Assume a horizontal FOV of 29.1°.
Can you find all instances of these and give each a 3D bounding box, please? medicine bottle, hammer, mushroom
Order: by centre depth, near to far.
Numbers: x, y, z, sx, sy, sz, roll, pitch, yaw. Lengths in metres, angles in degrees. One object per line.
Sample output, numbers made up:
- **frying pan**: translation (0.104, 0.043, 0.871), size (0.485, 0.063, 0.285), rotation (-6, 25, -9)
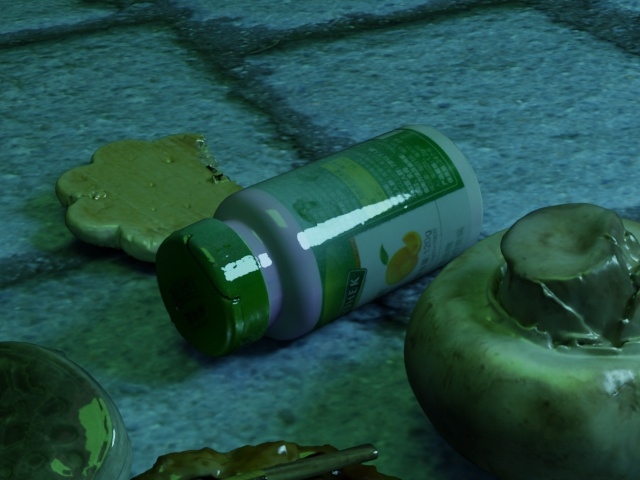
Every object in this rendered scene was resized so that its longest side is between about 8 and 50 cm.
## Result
- **hammer**: translation (-0.049, 0.148, 0.753), size (0.182, 0.017, 0.062), rotation (-10, 25, -25)
- **mushroom**: translation (0.180, 0.066, 0.863), size (0.255, 0.184, 0.255), rotation (-15, 27, 8)
- **medicine bottle**: translation (0.000, 0.000, 1.043), size (0.274, 0.133, 0.133), rotation (-23, 35, -33)

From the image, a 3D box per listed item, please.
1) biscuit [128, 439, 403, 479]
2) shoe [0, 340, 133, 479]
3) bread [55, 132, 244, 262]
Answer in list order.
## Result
- **biscuit**: translation (-0.041, 0.218, 0.706), size (0.289, 0.081, 0.334), rotation (-3, 27, -3)
- **shoe**: translation (-0.207, 0.144, 0.775), size (0.316, 0.159, 0.124), rotation (9, 59, 41)
- **bread**: translation (-0.168, -0.041, 1.230), size (0.182, 0.039, 0.251), rotation (-12, 30, -16)
